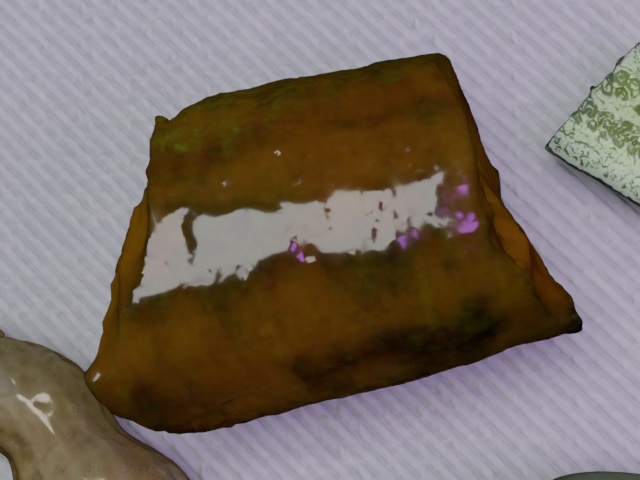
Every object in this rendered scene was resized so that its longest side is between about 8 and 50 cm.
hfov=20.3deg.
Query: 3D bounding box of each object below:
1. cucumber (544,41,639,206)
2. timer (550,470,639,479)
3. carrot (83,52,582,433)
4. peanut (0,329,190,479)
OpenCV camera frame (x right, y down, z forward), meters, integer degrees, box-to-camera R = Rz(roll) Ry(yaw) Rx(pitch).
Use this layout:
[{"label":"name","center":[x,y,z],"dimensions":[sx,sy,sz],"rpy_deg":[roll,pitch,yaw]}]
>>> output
[{"label":"cucumber","center":[0.303,-0.048,1.342],"dimensions":[0.244,0.063,0.115],"rpy_deg":[34,93,15]},{"label":"timer","center":[0.233,0.351,1.191],"dimensions":[0.291,0.291,0.315],"rpy_deg":[20,103,13]},{"label":"carrot","center":[0.000,0.000,1.297],"dimensions":[0.341,0.241,0.241],"rpy_deg":[-12,76,4]},{"label":"peanut","center":[-0.199,0.158,1.367],"dimensions":[0.117,0.101,0.263],"rpy_deg":[-38,73,-20]}]
